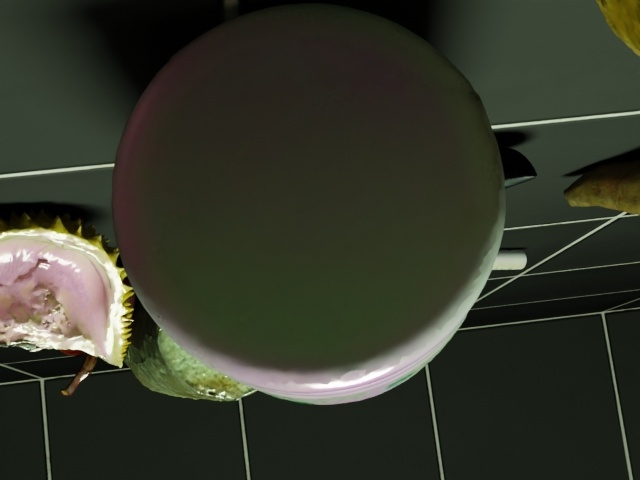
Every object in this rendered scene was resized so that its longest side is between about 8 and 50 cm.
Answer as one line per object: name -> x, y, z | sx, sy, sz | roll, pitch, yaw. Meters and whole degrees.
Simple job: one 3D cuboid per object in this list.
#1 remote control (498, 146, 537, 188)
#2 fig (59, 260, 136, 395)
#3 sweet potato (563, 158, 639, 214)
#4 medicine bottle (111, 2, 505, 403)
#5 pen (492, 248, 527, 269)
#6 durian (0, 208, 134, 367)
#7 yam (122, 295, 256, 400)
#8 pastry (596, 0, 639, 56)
remote control -> 0.064, -0.042, 0.966 | 0.266, 0.066, 0.090 | -18, 180, 28
fig -> -0.267, 0.076, 1.187 | 0.128, 0.150, 0.128 | 0, 132, 0
sweet potato -> 0.336, -0.058, 1.008 | 0.077, 0.077, 0.243 | -1, 171, -32
medicine bottle -> 0.000, 0.000, 0.701 | 0.212, 0.212, 0.325 | -7, 171, 1
pen -> 0.183, 0.029, 1.488 | 0.269, 0.033, 0.033 | 0, 168, -33
durian -> -0.260, 0.042, 0.980 | 0.182, 0.132, 0.165 | 6, 156, -10
yam -> -0.147, 0.106, 1.254 | 0.161, 0.161, 0.268 | -3, 176, -24
pastry -> 0.236, -0.128, 0.438 | 0.240, 0.132, 0.235 | -11, 163, -16
